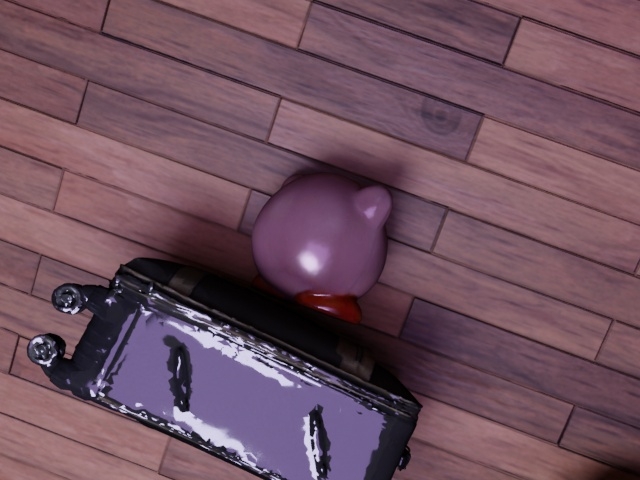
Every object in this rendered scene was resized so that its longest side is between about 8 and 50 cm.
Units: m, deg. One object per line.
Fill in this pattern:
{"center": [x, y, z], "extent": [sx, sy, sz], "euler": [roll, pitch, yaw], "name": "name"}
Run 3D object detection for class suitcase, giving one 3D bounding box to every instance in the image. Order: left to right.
{"center": [-0.091, 0.164, 0.933], "extent": [0.434, 0.283, 0.194], "euler": [26, 84, 2], "name": "suitcase"}

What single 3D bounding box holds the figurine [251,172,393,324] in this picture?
{"center": [0.000, 0.000, 0.947], "extent": [0.173, 0.173, 0.173], "euler": [1, 101, 7], "name": "figurine"}
